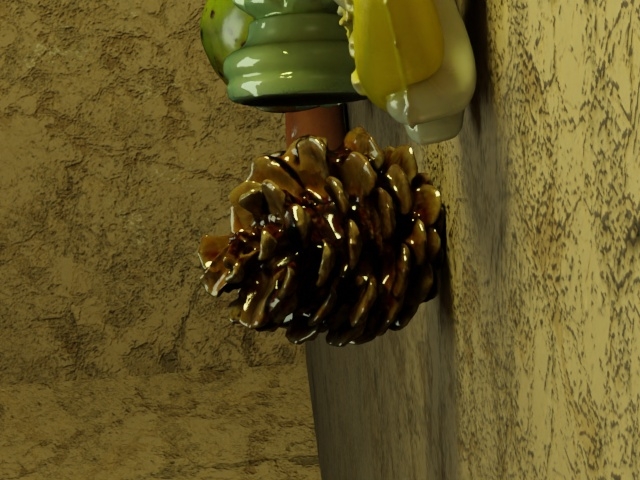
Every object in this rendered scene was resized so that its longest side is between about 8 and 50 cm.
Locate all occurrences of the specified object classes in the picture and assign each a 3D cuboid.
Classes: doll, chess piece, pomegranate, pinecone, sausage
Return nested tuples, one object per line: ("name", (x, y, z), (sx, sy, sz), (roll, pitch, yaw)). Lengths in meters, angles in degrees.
("doll", (0.051, -0.191, 1.064), (0.237, 0.111, 0.252), (46, -144, -70))
("chess piece", (-0.023, -0.292, 1.709), (0.176, 0.175, 0.298), (-174, 83, -87))
("pomegranate", (-0.037, -0.250, 1.914), (0.246, 0.198, 0.198), (-64, -28, -70))
("pinecone", (0.000, 0.000, 1.336), (0.184, 0.204, 0.179), (167, 95, -71))
("sausage", (-0.005, -0.155, 2.278), (0.094, 0.094, 0.419), (34, -135, -55))
